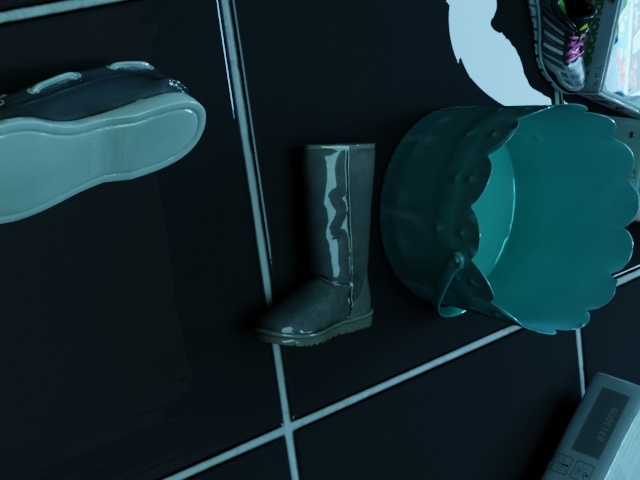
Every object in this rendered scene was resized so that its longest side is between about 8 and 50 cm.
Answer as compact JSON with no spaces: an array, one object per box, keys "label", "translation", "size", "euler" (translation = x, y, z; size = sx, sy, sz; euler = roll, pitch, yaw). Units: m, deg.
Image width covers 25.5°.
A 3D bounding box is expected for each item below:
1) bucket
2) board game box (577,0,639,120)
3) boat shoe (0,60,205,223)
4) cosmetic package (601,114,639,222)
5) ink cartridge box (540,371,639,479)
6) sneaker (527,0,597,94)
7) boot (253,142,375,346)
[{"label":"bucket","translation":[0.214,-0.032,1.636],"size":[0.281,0.183,0.281],"euler":[-7,101,-39]},{"label":"board game box","translation":[0.440,-0.316,1.874],"size":[0.193,0.053,0.305],"euler":[16,85,-41]},{"label":"boat shoe","translation":[-0.251,-0.095,1.294],"size":[0.302,0.091,0.114],"euler":[-14,137,-40]},{"label":"cosmetic package","translation":[0.455,-0.081,1.858],"size":[0.296,0.153,0.129],"euler":[6,94,-39]},{"label":"ink cartridge box","translation":[0.392,0.401,1.940],"size":[0.308,0.091,0.385],"euler":[-60,145,-18]},{"label":"sneaker","translation":[0.308,-0.260,1.755],"size":[0.063,0.074,0.170],"euler":[-32,116,-33]},{"label":"boot","translation":[-0.002,0.000,1.526],"size":[0.189,0.076,0.209],"euler":[-16,114,-53]}]
